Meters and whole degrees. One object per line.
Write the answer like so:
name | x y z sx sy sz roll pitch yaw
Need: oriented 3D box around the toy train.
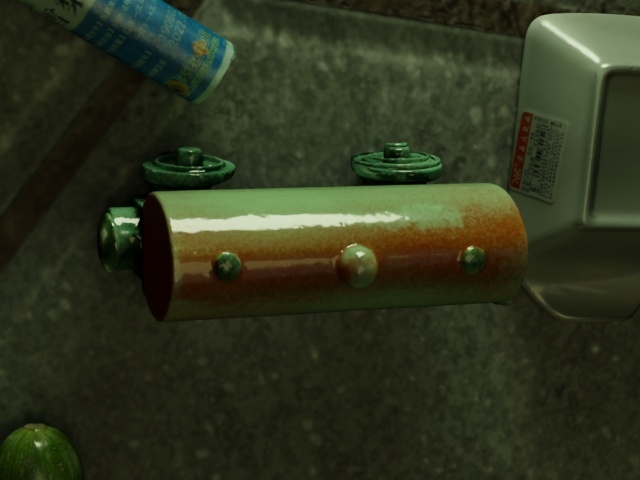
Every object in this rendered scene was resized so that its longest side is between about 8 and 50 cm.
toy train | 0.000 0.000 1.028 0.285 0.177 0.116 -1 102 -18

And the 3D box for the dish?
dish | 0.224 -0.049 1.157 0.154 0.064 0.234 0 104 -20

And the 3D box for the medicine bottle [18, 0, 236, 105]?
medicine bottle | -0.146 -0.154 1.008 0.191 0.051 0.051 30 92 -24

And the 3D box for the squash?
squash | -0.195 0.237 1.077 0.066 0.066 0.229 -2 104 -19
